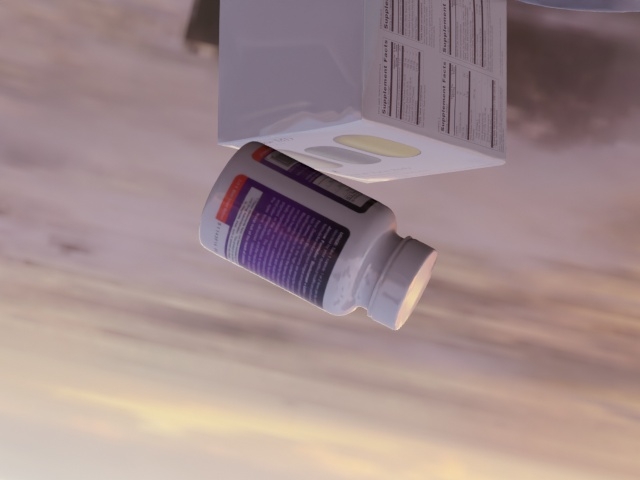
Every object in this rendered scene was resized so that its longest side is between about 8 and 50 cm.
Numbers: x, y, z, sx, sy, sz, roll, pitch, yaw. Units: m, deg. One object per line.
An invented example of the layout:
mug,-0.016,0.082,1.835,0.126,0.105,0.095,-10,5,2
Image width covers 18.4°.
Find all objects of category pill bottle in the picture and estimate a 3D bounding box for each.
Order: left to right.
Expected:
pill bottle,0.000,0.000,1.732,0.193,0.108,0.108,28,178,13

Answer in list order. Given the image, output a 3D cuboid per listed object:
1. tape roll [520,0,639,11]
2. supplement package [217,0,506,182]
tape roll,0.262,-0.284,1.944,0.219,0.072,0.219,2,-160,-1
supplement package,0.047,-0.186,2.125,0.199,0.198,0.263,-7,168,38
